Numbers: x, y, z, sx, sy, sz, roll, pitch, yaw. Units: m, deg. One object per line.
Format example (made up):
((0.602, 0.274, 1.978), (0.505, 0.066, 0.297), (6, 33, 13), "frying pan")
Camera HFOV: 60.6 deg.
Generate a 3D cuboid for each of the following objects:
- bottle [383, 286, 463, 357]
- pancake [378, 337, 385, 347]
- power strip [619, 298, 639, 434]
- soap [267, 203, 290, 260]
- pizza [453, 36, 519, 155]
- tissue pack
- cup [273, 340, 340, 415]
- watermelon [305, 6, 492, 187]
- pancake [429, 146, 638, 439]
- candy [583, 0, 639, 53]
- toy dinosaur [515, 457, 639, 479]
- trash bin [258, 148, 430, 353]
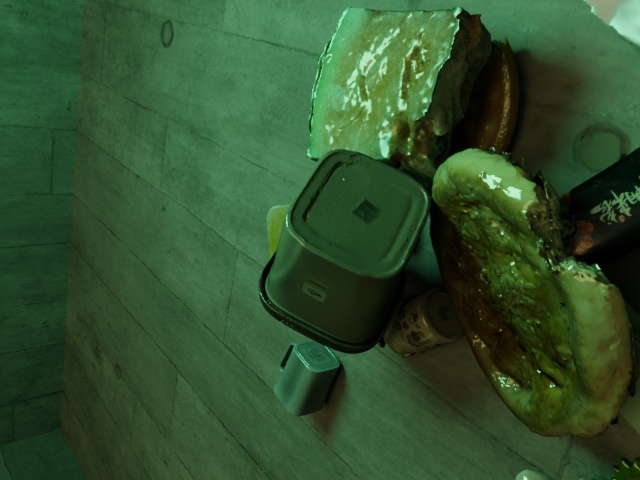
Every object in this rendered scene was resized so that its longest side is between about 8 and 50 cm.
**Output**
((0.158, 0.139, 0.907), (0.152, 0.099, 0.098), (-40, 64, 55), "bottle")
((0.106, 0.140, 0.979), (0.017, 0.108, 0.108), (-6, 90, 10), "pancake")
((0.365, 0.129, 0.697), (0.385, 0.062, 0.091), (55, 134, 30), "power strip")
((0.000, 0.000, 1.085), (0.258, 0.080, 0.160), (-4, 90, 49), "soap")
((0.230, -0.196, 0.837), (0.176, 0.036, 0.184), (3, 103, 57), "pizza")
((0.340, -0.027, 0.651), (0.170, 0.090, 0.103), (-34, 65, 18), "tissue pack")
((-0.037, 0.277, 1.150), (0.128, 0.095, 0.129), (45, 123, 39), "cup")
((0.126, -0.204, 0.831), (0.302, 0.151, 0.264), (28, 108, 52), "watermelon")
((0.234, 0.061, 0.678), (0.382, 0.071, 0.382), (159, 90, -81), "pancake")
((0.412, -0.318, 0.552), (0.155, 0.116, 0.265), (55, 131, 29), "candy")
((0.347, 0.339, 0.654), (0.152, 0.177, 0.194), (-48, 61, 41), "toy dinosaur")
((0.037, 0.017, 0.802), (0.220, 0.219, 0.250), (25, 150, 6), "trash bin")
